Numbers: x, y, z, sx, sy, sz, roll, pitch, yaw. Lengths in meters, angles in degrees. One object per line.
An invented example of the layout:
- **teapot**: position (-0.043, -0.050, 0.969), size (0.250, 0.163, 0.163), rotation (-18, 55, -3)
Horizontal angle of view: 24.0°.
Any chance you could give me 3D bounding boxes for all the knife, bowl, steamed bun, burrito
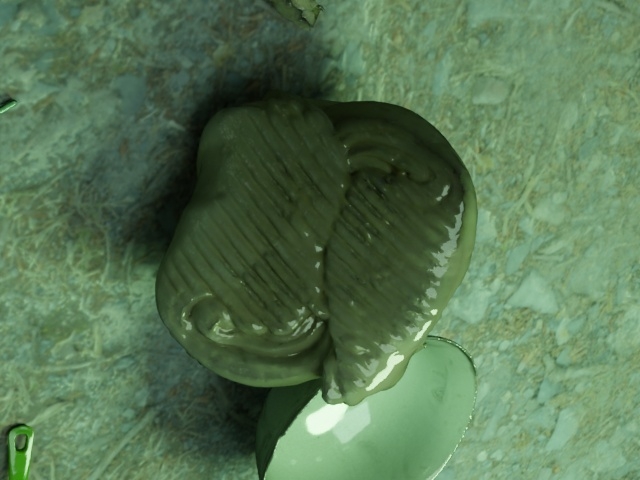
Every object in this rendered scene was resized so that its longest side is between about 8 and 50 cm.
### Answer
- **knife**: position (-0.342, 0.282, 1.695), size (0.078, 0.022, 0.166), rotation (-7, 121, -38)
- **bowl**: position (0.026, 0.203, 1.814), size (0.313, 0.146, 0.313), rotation (-23, 136, -24)
- **steamed bun**: position (0.010, 0.003, 1.623), size (0.219, 0.310, 0.324), rotation (-13, 118, -79)
- **burrito**: position (-0.058, -0.281, 1.546), size (0.185, 0.041, 0.045), rotation (48, 43, -42)

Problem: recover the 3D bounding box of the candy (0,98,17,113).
- **candy**: position (-0.376, -0.084, 1.440), size (0.202, 0.061, 0.061), rotation (-34, 132, -25)
